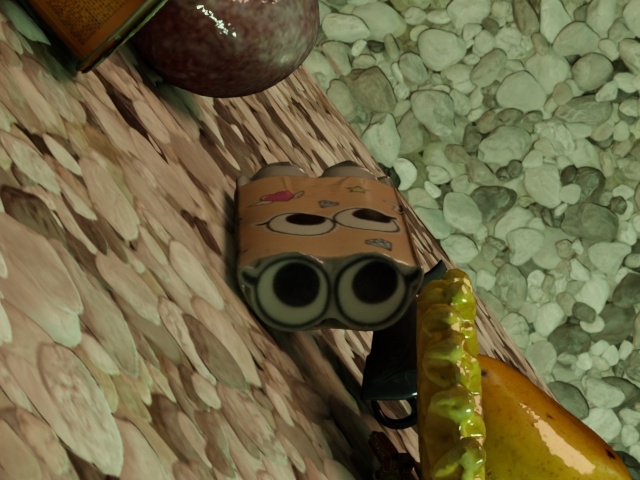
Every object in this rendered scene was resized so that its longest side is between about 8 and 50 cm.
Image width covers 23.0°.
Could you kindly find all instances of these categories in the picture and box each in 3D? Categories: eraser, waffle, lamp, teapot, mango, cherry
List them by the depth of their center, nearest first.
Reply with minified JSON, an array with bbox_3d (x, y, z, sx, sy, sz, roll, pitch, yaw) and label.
[{"bbox_3d":[0.116,0.170,1.404,0.309,0.065,0.283,-48,134,-82],"label":"waffle"},{"bbox_3d":[0.069,0.217,1.430,0.063,0.031,0.083,45,15,-37],"label":"lamp"},{"bbox_3d":[0.000,0.000,1.549,0.290,0.171,0.087,-100,-168,-71],"label":"eraser"},{"bbox_3d":[0.095,0.104,1.587,0.087,0.096,0.177,-47,145,-86],"label":"teapot"},{"bbox_3d":[-0.121,-0.269,1.751,0.230,0.203,0.300,61,18,3],"label":"cherry"},{"bbox_3d":[0.236,0.251,1.773,0.290,0.160,0.191,49,18,-2],"label":"mango"}]

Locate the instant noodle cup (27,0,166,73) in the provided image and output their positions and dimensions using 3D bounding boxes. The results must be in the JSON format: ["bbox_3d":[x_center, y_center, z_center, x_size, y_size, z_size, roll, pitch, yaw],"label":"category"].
[{"bbox_3d":[-0.195,-0.323,1.395,0.214,0.296,0.296,43,11,-15],"label":"instant noodle cup"}]

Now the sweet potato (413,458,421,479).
[{"bbox_3d":[0.185,0.316,1.545,0.274,0.067,0.067,49,8,6],"label":"sweet potato"}]
